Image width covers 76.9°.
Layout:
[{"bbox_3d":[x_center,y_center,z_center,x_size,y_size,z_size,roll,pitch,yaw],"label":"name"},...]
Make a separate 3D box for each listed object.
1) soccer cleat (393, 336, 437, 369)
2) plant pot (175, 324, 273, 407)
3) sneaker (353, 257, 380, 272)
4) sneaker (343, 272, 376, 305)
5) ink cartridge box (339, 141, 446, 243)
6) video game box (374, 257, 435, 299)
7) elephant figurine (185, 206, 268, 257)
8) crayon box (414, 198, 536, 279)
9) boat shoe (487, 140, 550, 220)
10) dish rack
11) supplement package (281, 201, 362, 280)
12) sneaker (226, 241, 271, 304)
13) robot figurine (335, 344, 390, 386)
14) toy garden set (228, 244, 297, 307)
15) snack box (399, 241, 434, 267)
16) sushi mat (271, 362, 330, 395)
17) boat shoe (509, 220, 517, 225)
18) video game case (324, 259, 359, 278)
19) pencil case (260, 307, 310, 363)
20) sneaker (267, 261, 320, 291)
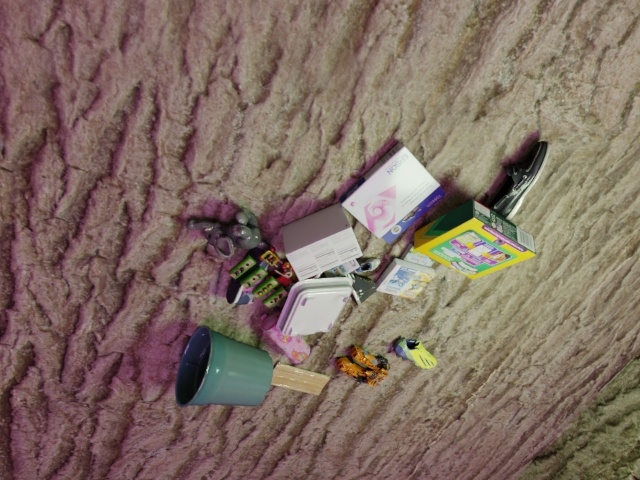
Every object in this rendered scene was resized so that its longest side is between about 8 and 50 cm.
[{"bbox_3d":[0.507,0.579,2.077,0.289,0.093,0.121,26,107,-23],"label":"soccer cleat"},{"bbox_3d":[-0.414,0.584,1.798,0.334,0.341,0.341,23,115,-31],"label":"plant pot"},{"bbox_3d":[0.209,0.111,1.735,0.135,0.058,0.052,-19,93,-25],"label":"sneaker"},{"bbox_3d":[0.161,0.168,1.786,0.118,0.083,0.222,-33,113,-15],"label":"sneaker"},{"bbox_3d":[0.300,-0.165,1.603,0.330,0.071,0.324,39,108,-26],"label":"ink cartridge box"},{"bbox_3d":[0.377,0.176,1.813,0.205,0.048,0.187,15,133,-18],"label":"video game box"},{"bbox_3d":[-0.360,-0.020,1.544,0.240,0.185,0.169,-22,166,15],"label":"elephant figurine"},{"bbox_3d":[0.629,0.010,1.664,0.363,0.106,0.313,25,145,-23],"label":"crayon box"},{"bbox_3d":[0.780,-0.247,1.610,0.113,0.127,0.339,22,120,4],"label":"boat shoe"},{"bbox_3d":[-0.018,0.295,1.703,0.286,0.072,0.332,-1,134,-29],"label":"dish rack"},{"bbox_3d":[0.000,0.000,1.568,0.262,0.204,0.145,-22,124,4],"label":"supplement package"},{"bbox_3d":[-0.268,0.141,1.682,0.131,0.112,0.319,17,119,-42],"label":"sneaker"},{"bbox_3d":[0.228,0.660,2.079,0.291,0.085,0.211,37,110,-27],"label":"robot figurine"},{"bbox_3d":[-0.204,0.149,1.587,0.204,0.049,0.244,-37,119,12],"label":"toy garden set"},{"bbox_3d":[0.437,0.073,1.787,0.141,0.037,0.100,17,119,-19],"label":"snack box"},{"bbox_3d":[-0.115,0.723,2.095,0.317,0.019,0.151,21,116,-21],"label":"sushi mat"},{"bbox_3d":[0.711,-0.076,1.724,0.303,0.109,0.094,21,78,-20],"label":"boat shoe"},{"bbox_3d":[0.064,0.079,1.698,0.143,0.019,0.157,-32,94,10],"label":"video game case"},{"bbox_3d":[-0.161,0.445,1.866,0.124,0.124,0.284,-30,120,8],"label":"pencil case"},{"bbox_3d":[-0.104,0.131,1.670,0.279,0.107,0.118,-26,114,22],"label":"sneaker"}]
